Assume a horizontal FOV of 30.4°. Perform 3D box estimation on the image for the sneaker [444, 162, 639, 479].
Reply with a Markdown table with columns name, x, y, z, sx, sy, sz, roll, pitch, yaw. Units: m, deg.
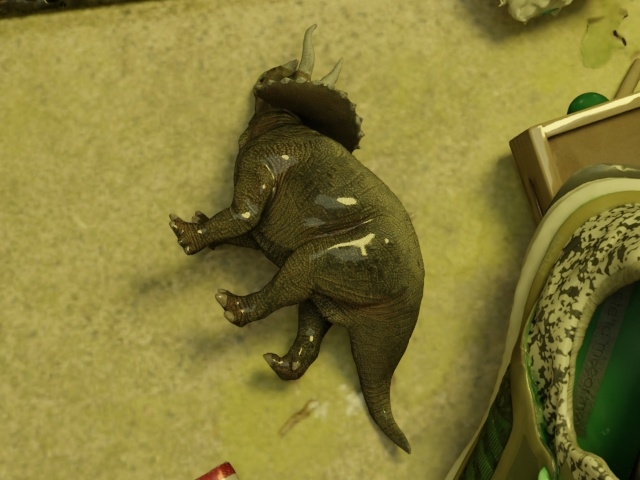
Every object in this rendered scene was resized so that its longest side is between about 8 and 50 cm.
| name | x | y | z | sx | sy | sz | roll | pitch | yaw |
| --- | --- | --- | --- | --- | --- | --- | --- | --- | --- |
| sneaker | 0.155 | 0.155 | 0.737 | 0.158 | 0.182 | 0.411 | 12 | 96 | 7 |

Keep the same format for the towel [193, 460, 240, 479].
| name | x | y | z | sx | sy | sz | roll | pitch | yaw |
| --- | --- | --- | --- | --- | --- | --- | --- | --- | --- |
| towel | -0.082 | 0.350 | 0.795 | 0.237 | 0.037 | 0.329 | -30 | 78 | -7 |

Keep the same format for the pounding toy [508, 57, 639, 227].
| name | x | y | z | sx | sy | sz | roll | pitch | yaw |
| --- | --- | --- | --- | --- | --- | --- | --- | --- | --- |
| pounding toy | 0.215 | -0.059 | 0.868 | 0.130 | 0.100 | 0.141 | -18 | 88 | -3 |

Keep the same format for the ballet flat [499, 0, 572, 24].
| name | x | y | z | sx | sy | sz | roll | pitch | yaw |
| --- | --- | --- | --- | --- | --- | --- | --- | --- | --- |
| ballet flat | 0.077 | -0.335 | 0.913 | 0.147 | 0.147 | 0.409 | -35 | 78 | -7 |

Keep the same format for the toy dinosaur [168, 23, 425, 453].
| name | x | y | z | sx | sy | sz | roll | pitch | yaw |
| --- | --- | --- | --- | --- | --- | --- | --- | --- | --- |
| toy dinosaur | 0.000 | 0.000 | 0.835 | 0.160 | 0.121 | 0.314 | -32 | 74 | 7 |
